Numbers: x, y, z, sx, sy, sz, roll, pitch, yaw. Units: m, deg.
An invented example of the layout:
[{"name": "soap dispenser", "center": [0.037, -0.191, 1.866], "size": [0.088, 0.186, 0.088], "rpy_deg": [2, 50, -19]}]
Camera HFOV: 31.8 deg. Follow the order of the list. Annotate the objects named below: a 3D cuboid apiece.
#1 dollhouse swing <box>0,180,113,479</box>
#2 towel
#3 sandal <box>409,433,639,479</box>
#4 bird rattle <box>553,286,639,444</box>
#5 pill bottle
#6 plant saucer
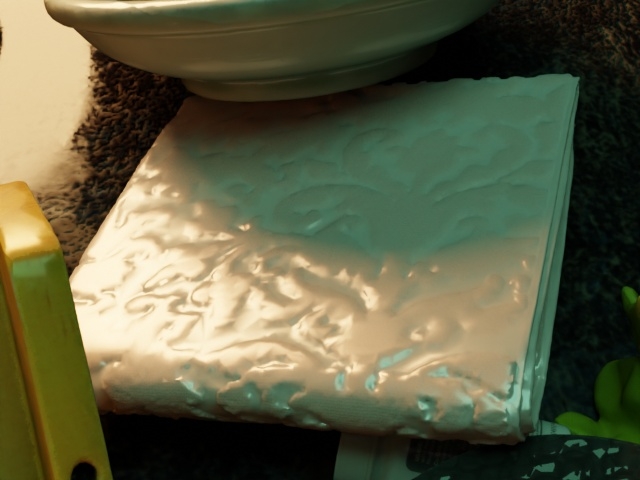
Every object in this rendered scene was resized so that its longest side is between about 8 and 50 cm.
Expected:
[{"name": "dollhouse swing", "center": [-0.257, 0.126, 0.470], "size": [0.346, 0.305, 0.315], "rpy_deg": [-12, 90, -19]}, {"name": "towel", "center": [0.000, 0.000, 0.766], "size": [0.331, 0.053, 0.317], "rpy_deg": [0, 42, 22]}, {"name": "sandal", "center": [0.027, 0.250, 0.598], "size": [0.445, 0.107, 0.168], "rpy_deg": [-29, 56, -9]}, {"name": "bird rattle", "center": [0.292, 0.116, 0.700], "size": [0.253, 0.143, 0.207], "rpy_deg": [34, 39, 21]}, {"name": "pill bottle", "center": [0.081, 0.138, 0.697], "size": [0.137, 0.078, 0.078], "rpy_deg": [13, 50, 8]}, {"name": "plant saucer", "center": [-0.014, -0.189, 0.908], "size": [0.400, 0.101, 0.400], "rpy_deg": [-8, 22, 3]}]
